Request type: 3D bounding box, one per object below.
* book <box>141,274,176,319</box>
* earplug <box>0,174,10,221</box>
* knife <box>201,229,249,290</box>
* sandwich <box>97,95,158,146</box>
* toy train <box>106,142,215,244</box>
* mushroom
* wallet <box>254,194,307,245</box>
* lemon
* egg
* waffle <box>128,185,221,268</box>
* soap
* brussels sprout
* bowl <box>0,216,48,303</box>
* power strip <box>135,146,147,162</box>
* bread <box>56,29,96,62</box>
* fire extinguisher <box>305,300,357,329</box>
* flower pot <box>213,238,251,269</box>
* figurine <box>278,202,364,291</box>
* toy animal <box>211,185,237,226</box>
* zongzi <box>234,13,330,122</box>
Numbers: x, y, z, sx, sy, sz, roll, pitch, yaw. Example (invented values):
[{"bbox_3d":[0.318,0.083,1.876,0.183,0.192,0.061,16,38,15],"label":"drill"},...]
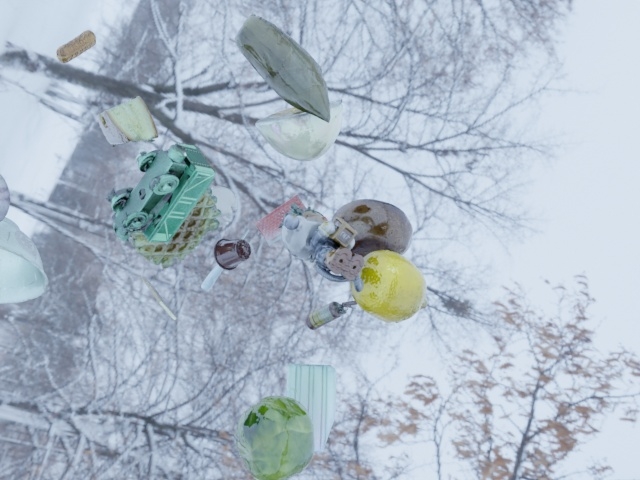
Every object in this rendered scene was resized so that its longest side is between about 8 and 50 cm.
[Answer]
[{"bbox_3d":[-0.676,0.239,2.413,0.016,0.139,0.198,-38,-133,-12],"label":"book"},{"bbox_3d":[-1.045,-0.115,1.594,0.172,0.172,0.301,-60,166,16],"label":"earplug"},{"bbox_3d":[-0.417,0.085,2.562,0.331,0.044,0.080,-53,-169,-3],"label":"knife"},{"bbox_3d":[-0.550,-0.339,1.670,0.122,0.128,0.235,-29,-159,-26],"label":"sandwich"},{"bbox_3d":[-0.360,-0.109,1.285,0.115,0.154,0.269,49,-65,20],"label":"toy train"},{"bbox_3d":[0.222,-0.033,2.457,0.345,0.345,0.239,-44,-132,41],"label":"mushroom"},{"bbox_3d":[-0.137,-0.073,2.118,0.196,0.103,0.020,-34,-170,13],"label":"wallet"},{"bbox_3d":[0.246,0.166,2.063,0.245,0.319,0.245,-52,-160,27],"label":"lemon"},{"bbox_3d":[-0.057,-0.394,2.148,0.337,0.336,0.201,28,-43,66],"label":"egg"},{"bbox_3d":[-0.438,-0.052,1.767,0.292,0.309,0.056,-43,-118,-13],"label":"waffle"},{"bbox_3d":[-0.041,0.692,2.403,0.115,0.208,0.347,99,-7,-75],"label":"soap"},{"bbox_3d":[-0.137,0.551,1.624,0.271,0.210,0.220,-19,-103,47],"label":"brussels sprout"},{"bbox_3d":[-1.126,0.032,1.938,0.435,0.434,0.196,-42,-140,44],"label":"bowl"},{"bbox_3d":[-0.681,-0.323,2.211,0.083,0.055,0.035,113,-39,-51],"label":"power strip"},{"bbox_3d":[-0.780,-0.620,1.847,0.044,0.052,0.157,6,-135,33],"label":"bread"},{"bbox_3d":[0.054,0.303,2.478,0.252,0.106,0.075,-33,-100,34],"label":"fire extinguisher"},{"bbox_3d":[-0.279,0.036,1.882,0.089,0.111,0.111,-18,-129,38],"label":"flower pot"},{"bbox_3d":[-0.001,-0.003,1.841,0.186,0.261,0.382,-51,-147,-5],"label":"figurine"},{"bbox_3d":[-0.428,-0.147,2.340,0.193,0.178,0.128,-18,-138,61],"label":"toy animal"},{"bbox_3d":[-0.120,-0.572,1.923,0.174,0.356,0.393,-43,-149,15],"label":"zongzi"}]
